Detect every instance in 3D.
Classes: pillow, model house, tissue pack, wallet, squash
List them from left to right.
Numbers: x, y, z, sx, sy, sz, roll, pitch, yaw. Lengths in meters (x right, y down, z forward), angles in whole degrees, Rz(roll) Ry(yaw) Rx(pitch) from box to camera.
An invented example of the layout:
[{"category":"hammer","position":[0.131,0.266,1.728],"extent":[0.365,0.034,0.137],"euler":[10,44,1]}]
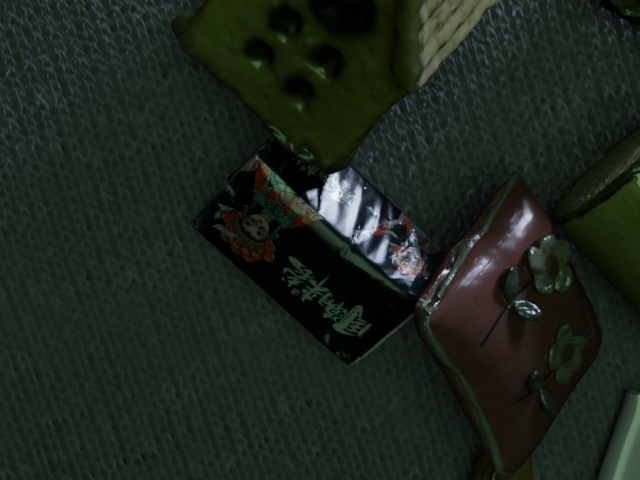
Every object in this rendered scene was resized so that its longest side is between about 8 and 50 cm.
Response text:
[{"category":"tissue pack","position":[0.001,0.000,0.924],"extent":[0.170,0.090,0.103],"euler":[41,130,-6]},{"category":"model house","position":[0.036,-0.198,0.830],"extent":[0.175,0.234,0.193],"euler":[40,58,0]},{"category":"pillow","position":[0.151,0.065,0.913],"extent":[0.171,0.075,0.179],"euler":[-49,123,-33]},{"category":"wallet","position":[0.262,0.188,1.000],"extent":[0.061,0.025,0.122],"euler":[18,92,-12]},{"category":"squash","position":[0.307,0.024,0.938],"extent":[0.247,0.132,0.132],"euler":[44,90,-5]}]

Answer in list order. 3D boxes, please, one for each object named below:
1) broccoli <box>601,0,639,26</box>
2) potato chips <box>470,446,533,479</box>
[{"category":"broccoli","position":[0.324,-0.137,0.939],"extent":[0.165,0.145,0.304],"euler":[-28,108,2]},{"category":"potato chips","position":[0.172,0.328,0.986],"extent":[0.080,0.057,0.406],"euler":[-17,95,-16]}]
